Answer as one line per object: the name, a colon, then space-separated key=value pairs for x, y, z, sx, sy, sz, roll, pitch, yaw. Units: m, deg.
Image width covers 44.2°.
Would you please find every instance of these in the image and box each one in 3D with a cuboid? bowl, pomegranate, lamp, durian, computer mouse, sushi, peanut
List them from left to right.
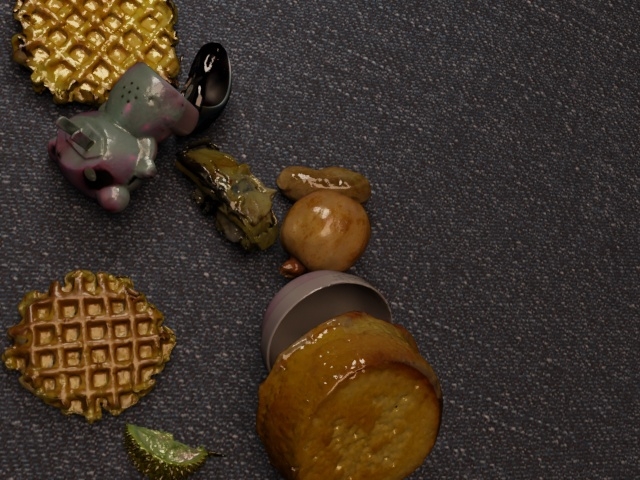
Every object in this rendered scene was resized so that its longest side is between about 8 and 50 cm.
lamp: x=-0.429 y=-0.228 z=1.659 sx=0.247 sy=0.247 sz=0.301 roll=42 pitch=90 yaw=20
durian: x=-0.302 y=0.432 z=1.584 sx=0.215 sy=0.086 sz=0.100 roll=22 pitch=54 yaw=-6
computer mouse: x=-0.261 y=-0.343 z=1.821 sx=0.096 sy=0.137 sz=0.233 roll=24 pitch=71 yaw=-28
sushi: x=-0.199 y=-0.101 z=1.772 sx=0.291 sy=0.131 sz=0.139 roll=48 pitch=43 yaw=10
bowl: x=-0.004 y=0.180 z=1.679 sx=0.287 sy=0.286 sz=0.144 roll=-12 pitch=31 yaw=-20
peanut: x=0.008 y=-0.126 z=1.851 sx=0.226 sy=0.095 sz=0.108 roll=4 pitch=39 yaw=-9
pomegranate: x=0.011 y=-0.013 z=1.748 sx=0.207 sy=0.207 sz=0.207 roll=5 pitch=71 yaw=-15

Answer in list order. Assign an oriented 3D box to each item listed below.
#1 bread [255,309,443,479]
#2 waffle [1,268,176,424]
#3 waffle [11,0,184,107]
bread: x=0.065 y=0.332 z=1.580 sx=0.398 sy=0.215 sz=0.398 roll=-11 pitch=116 yaw=-24
waffle: x=-0.471 y=0.203 z=1.613 sx=0.325 sy=0.068 sz=0.302 roll=39 pitch=66 yaw=-2
waffle: x=-0.509 y=-0.473 z=1.816 sx=0.382 sy=0.095 sz=0.379 roll=-3 pitch=74 yaw=-20
